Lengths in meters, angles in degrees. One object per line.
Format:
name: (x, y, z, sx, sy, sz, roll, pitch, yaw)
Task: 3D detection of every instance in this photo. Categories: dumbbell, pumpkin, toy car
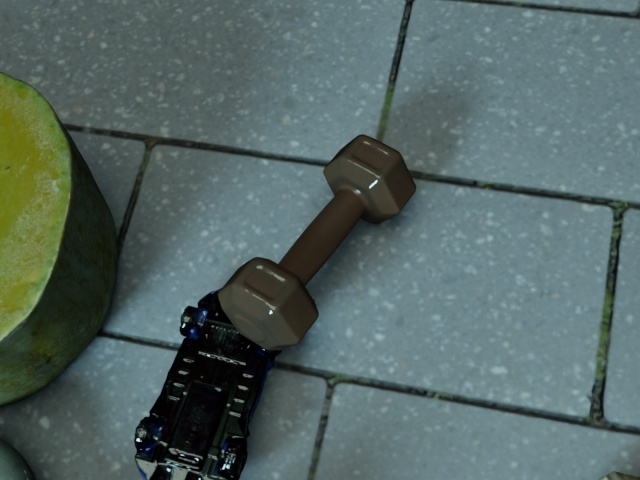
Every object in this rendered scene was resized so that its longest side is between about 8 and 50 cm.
dumbbell: (0.000, 0.000, 0.862, 0.092, 0.082, 0.231, 30, 63, 19)
pumpkin: (-0.352, 0.022, 0.878, 0.333, 0.199, 0.332, -5, 61, 9)
toy car: (-0.099, 0.141, 0.855, 0.103, 0.063, 0.216, 13, 56, 8)

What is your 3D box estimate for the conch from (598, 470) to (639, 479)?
conch: (0.257, 0.270, 0.720, 0.155, 0.130, 0.207, 6, 55, -3)

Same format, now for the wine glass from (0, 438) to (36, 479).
wine glass: (-0.309, 0.228, 0.827, 0.222, 0.103, 0.103, 18, 72, 20)
